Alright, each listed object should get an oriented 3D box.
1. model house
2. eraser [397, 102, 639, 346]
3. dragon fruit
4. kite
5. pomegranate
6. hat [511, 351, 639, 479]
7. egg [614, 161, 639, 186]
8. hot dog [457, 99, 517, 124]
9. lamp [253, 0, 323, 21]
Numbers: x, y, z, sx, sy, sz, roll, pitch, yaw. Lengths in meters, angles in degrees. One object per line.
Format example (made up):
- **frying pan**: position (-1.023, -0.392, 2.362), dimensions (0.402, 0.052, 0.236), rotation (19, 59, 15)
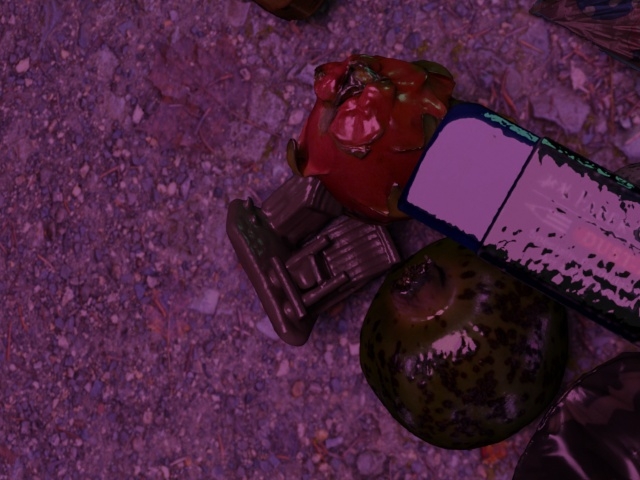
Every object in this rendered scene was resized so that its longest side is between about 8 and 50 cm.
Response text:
- **model house**: position (-0.001, 0.004, 1.605), dimensions (0.188, 0.122, 0.229), rotation (-33, 66, 17)
- **eraser**: position (0.260, -0.020, 1.311), dimensions (0.332, 0.101, 0.155), rotation (30, 97, 10)
- **dragon fruit**: position (0.084, -0.123, 1.476), dimensions (0.224, 0.227, 0.224), rotation (-3, 84, 29)
- **kite**: position (0.396, -0.333, 1.445), dimensions (0.368, 0.014, 0.406), rotation (-18, 51, 44)
- **pomegranate**: position (0.163, 0.109, 1.430), dimensions (0.254, 0.270, 0.254), rotation (-20, 41, 19)
- **hat**: position (0.404, 0.342, 1.351), dimensions (0.381, 0.257, 0.366), rotation (41, 125, -12)
- **egg**: position (0.390, -0.011, 1.399), dimensions (0.132, 0.132, 0.172), rotation (-42, 78, 16)
- **hot dog**: position (0.192, -0.159, 1.581), dimensions (0.137, 0.028, 0.044), rotation (13, 108, 30)
- **lamp**: position (-0.037, -0.405, 1.668), dimensions (0.161, 0.161, 0.185), rotation (43, 102, 26)
